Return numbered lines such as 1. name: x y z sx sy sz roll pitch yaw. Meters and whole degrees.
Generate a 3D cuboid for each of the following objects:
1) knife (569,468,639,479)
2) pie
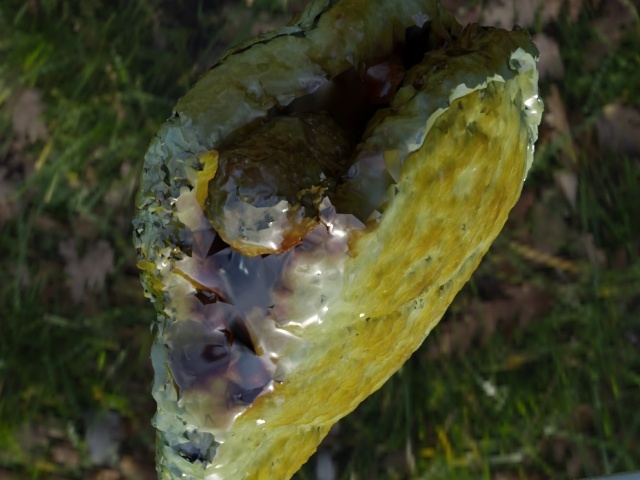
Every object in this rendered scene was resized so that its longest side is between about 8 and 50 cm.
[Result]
1. knife: 0.212 0.160 1.212 0.162 0.044 0.023 -10 87 8
2. pie: 0.005 0.010 1.393 0.180 0.395 0.418 34 139 22
